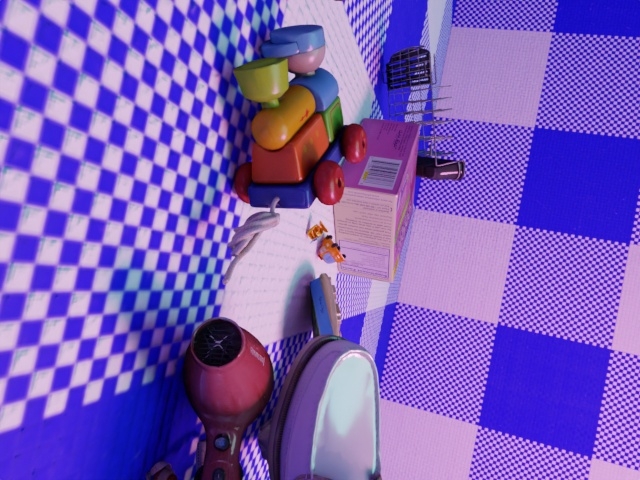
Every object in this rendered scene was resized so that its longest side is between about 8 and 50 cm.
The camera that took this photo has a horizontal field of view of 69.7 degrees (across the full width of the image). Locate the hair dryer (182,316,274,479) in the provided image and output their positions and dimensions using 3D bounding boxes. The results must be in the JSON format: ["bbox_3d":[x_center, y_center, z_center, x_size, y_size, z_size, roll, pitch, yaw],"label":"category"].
[{"bbox_3d":[-0.071,0.184,0.387,0.223,0.080,0.293,-119,-153,-65],"label":"hair dryer"}]

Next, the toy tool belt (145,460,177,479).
[{"bbox_3d":[-0.133,0.231,0.382,0.083,0.051,0.052,-50,147,-61],"label":"toy tool belt"}]

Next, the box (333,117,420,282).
[{"bbox_3d":[0.115,-0.078,0.920,0.243,0.117,0.213,84,23,-47],"label":"box"}]

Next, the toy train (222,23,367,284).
[{"bbox_3d":[-0.041,-0.094,0.412,0.248,0.105,0.143,-60,146,-48],"label":"toy train"}]

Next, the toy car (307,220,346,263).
[{"bbox_3d":[0.000,0.000,0.756,0.040,0.060,0.122,-36,139,2],"label":"toy car"}]

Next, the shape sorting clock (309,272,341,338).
[{"bbox_3d":[0.013,0.155,0.743,0.206,0.040,0.206,174,-90,-84],"label":"shape sorting clock"}]

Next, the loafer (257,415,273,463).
[{"bbox_3d":[-0.016,0.268,0.602,0.112,0.111,0.319,-36,169,-8],"label":"loafer"}]

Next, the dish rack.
[{"bbox_3d":[0.207,-0.261,0.966,0.208,0.074,0.271,-147,-134,-66],"label":"dish rack"}]

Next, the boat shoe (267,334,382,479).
[{"bbox_3d":[0.016,0.235,0.384,0.113,0.103,0.302,14,77,-33],"label":"boat shoe"}]
